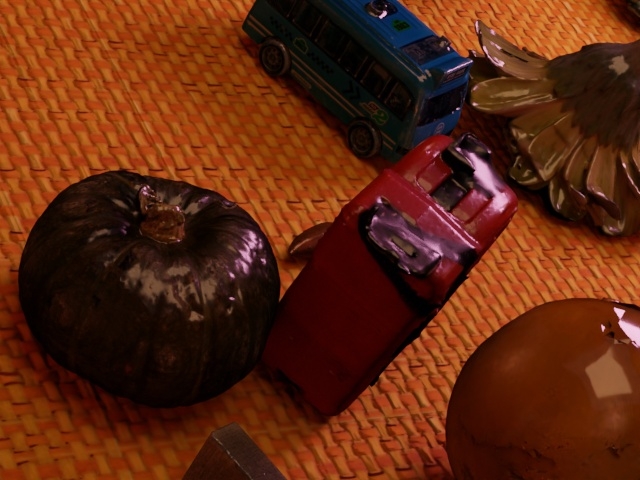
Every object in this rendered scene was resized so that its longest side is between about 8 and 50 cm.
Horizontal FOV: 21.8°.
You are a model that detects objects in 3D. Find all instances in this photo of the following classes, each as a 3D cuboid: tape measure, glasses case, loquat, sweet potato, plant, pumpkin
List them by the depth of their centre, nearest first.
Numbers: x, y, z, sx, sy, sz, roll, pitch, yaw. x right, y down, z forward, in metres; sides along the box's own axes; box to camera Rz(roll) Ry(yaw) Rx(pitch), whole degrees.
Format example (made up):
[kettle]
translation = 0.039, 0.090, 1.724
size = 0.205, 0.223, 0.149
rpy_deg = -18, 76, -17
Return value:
[glasses case]
translation = -0.022, 0.238, 1.298
size = 0.205, 0.071, 0.047
rpy_deg = 46, 36, 20
[pumpkin]
translation = -0.139, 0.034, 1.379
size = 0.224, 0.157, 0.223
rpy_deg = 12, 34, -8
[loquat]
translation = 0.219, 0.161, 1.421
size = 0.235, 0.235, 0.235
rpy_deg = 19, 39, -16
[tape measure]
translation = 0.069, 0.020, 1.459
size = 0.114, 0.253, 0.260
rpy_deg = 42, 44, 6
[sweet potato]
translation = 0.000, 0.000, 1.615
size = 0.095, 0.034, 0.034
rpy_deg = -13, 55, -47
[plant]
translation = 0.322, -0.136, 1.872
size = 0.306, 0.297, 0.261
rpy_deg = 21, 66, -38

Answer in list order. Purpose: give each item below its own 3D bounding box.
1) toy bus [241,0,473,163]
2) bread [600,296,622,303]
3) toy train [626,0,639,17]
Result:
[toy bus]
translation = 0.044, -0.201, 1.792
size = 0.246, 0.134, 0.113
rpy_deg = 43, 39, 17
[bread]
translation = 0.297, 0.117, 1.676
size = 0.052, 0.044, 0.157
rpy_deg = 14, 39, -12
[toy train]
translation = 0.590, -0.282, 2.238
size = 0.272, 0.179, 0.442
rpy_deg = 9, 41, -38
